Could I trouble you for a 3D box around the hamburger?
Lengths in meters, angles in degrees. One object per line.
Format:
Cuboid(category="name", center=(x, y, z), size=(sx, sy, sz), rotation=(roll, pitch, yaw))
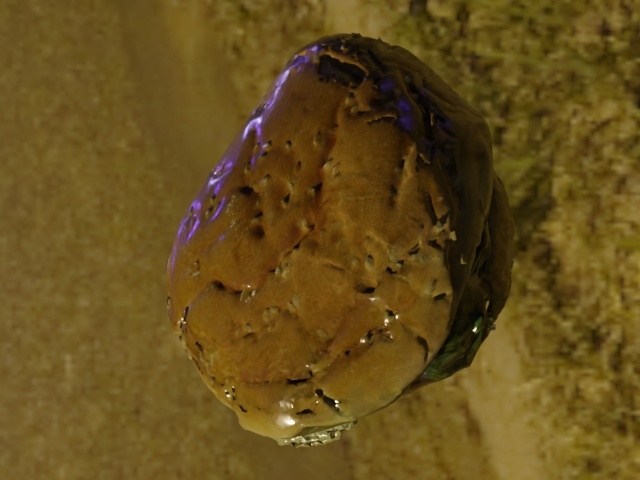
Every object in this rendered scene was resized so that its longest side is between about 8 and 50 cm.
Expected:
Cuboid(category="hamburger", center=(0.001, 0.002, 1.066), size=(0.285, 0.134, 0.265), rotation=(-54, 52, 11))
